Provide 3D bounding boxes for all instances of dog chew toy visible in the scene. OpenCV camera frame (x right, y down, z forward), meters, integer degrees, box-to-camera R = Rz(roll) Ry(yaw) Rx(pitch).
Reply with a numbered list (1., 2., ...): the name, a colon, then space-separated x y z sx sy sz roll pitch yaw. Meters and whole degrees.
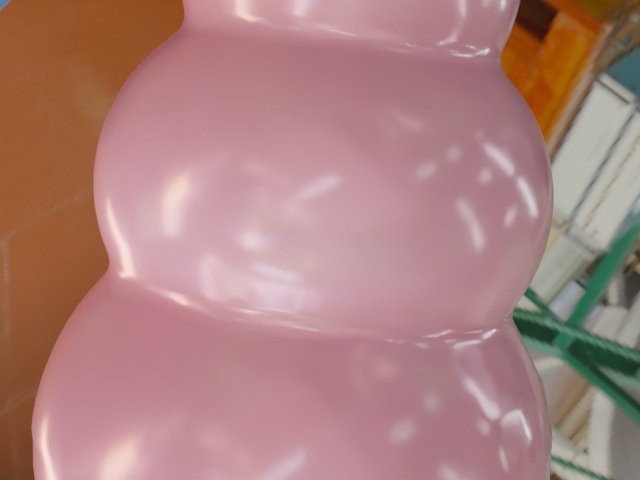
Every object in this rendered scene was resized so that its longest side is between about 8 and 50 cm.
1. dog chew toy: 0.000 0.000 0.456 0.206 0.206 0.332 -7 107 -62

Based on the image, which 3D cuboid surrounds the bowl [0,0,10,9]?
1. bowl: -0.382 -0.327 0.880 0.391 0.391 0.077 -33 -177 -38
